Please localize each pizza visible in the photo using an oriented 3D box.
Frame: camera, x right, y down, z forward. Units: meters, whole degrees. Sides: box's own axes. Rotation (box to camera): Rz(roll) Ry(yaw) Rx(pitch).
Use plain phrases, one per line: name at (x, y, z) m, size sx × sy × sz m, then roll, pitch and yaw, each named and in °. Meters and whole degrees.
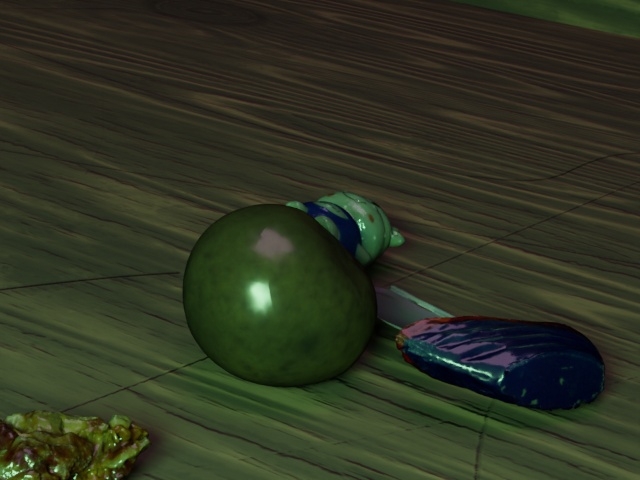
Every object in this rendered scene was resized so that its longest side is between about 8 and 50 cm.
pizza at (-0.201, 0.165, 1.010) m, size 0.154 × 0.069 × 0.194 m, roll 20°, pitch 28°, yaw 36°

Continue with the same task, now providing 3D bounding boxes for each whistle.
whistle at (0.000, 0.000, 1.463) m, size 0.110 × 0.092 × 0.244 m, roll 31°, pitch 30°, yaw 29°

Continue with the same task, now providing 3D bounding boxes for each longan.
longan at (-0.036, 0.053, 1.229) m, size 0.187 × 0.167 × 0.167 m, roll 15°, pitch 15°, yaw -28°

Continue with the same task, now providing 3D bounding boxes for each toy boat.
toy boat at (0.115, 0.081, 1.293) m, size 0.318 × 0.072 × 0.219 m, roll 21°, pitch 12°, yaw 33°
